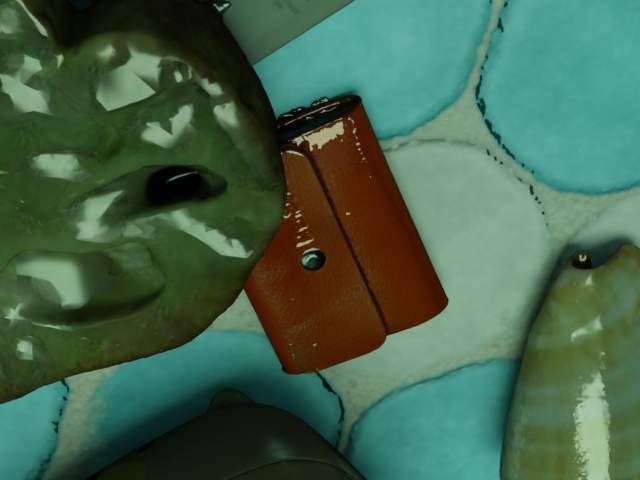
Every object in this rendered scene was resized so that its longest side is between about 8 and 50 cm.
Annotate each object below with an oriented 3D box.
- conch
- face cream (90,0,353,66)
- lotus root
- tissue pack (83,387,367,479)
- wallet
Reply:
[{"bbox_3d":[0.221,0.138,1.503,0.158,0.127,0.255,-8,123,-5],"label":"conch"},{"bbox_3d":[-0.005,-0.203,1.270,0.314,0.089,0.143,-28,126,18],"label":"face cream"},{"bbox_3d":[-0.225,-0.043,1.294,0.391,0.111,0.375,12,126,-10],"label":"lotus root"},{"bbox_3d":[-0.108,0.309,1.475,0.387,0.277,0.267,-32,130,12],"label":"tissue pack"},{"bbox_3d":[0.000,0.000,1.421,0.142,0.045,0.204,-22,123,4],"label":"wallet"}]
